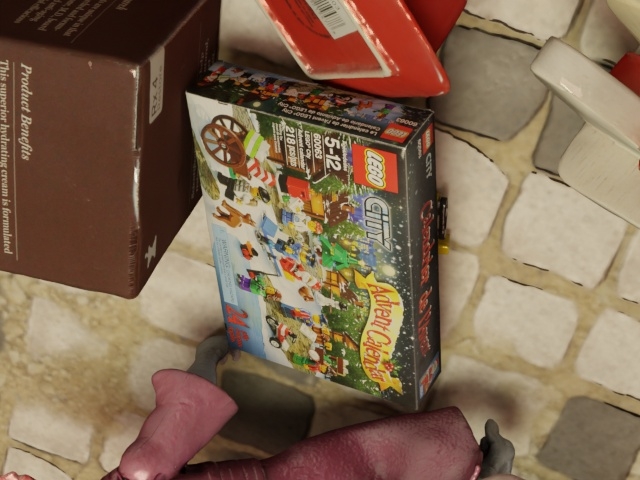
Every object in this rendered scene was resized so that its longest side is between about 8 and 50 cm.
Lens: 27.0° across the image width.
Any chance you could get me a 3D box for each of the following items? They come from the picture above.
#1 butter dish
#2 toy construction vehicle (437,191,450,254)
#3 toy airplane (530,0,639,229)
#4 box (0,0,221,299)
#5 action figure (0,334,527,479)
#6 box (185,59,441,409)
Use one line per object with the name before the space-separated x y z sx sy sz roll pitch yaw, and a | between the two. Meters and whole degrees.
butter dish | 0.029 -0.176 0.820 0.160 0.118 0.160 54 161 -22
toy construction vehicle | 0.050 0.007 0.963 0.085 0.035 0.098 3 114 9
toy airplane | 0.294 -0.020 0.708 0.272 0.386 0.384 -40 94 20
box | -0.189 -0.088 0.888 0.203 0.167 0.168 12 121 8
action figure | -0.056 0.223 0.963 0.370 0.276 0.248 1 106 -16
box | 0.000 0.000 0.910 0.159 0.044 0.233 17 135 24
